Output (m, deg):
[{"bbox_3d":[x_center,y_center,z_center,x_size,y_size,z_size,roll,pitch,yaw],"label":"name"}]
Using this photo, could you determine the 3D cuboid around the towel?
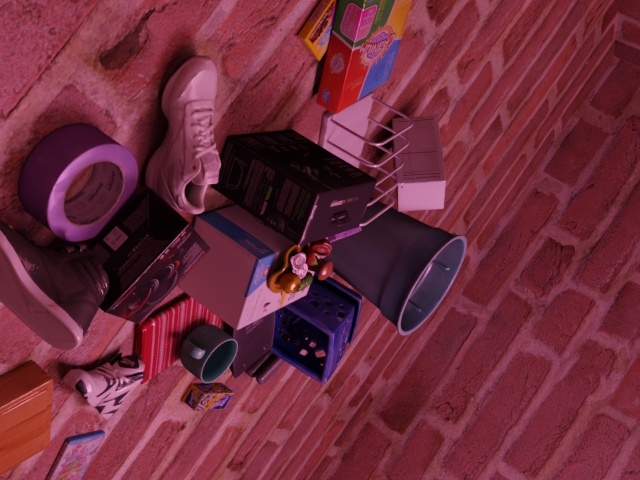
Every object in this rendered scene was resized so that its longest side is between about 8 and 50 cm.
[{"bbox_3d":[-0.342,0.214,1.910,0.275,0.031,0.199,-32,147,-43],"label":"towel"}]

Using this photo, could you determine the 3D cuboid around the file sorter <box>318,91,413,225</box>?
[{"bbox_3d":[0.112,-0.210,2.063,0.193,0.173,0.278,-36,148,-40],"label":"file sorter"}]

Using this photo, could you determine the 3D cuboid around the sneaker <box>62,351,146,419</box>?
[{"bbox_3d":[-0.458,0.291,1.713,0.153,0.094,0.235,-49,155,-20],"label":"sneaker"}]

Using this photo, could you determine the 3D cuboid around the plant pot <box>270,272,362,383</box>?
[{"bbox_3d":[-0.012,0.235,2.319,0.212,0.236,0.236,-42,152,-42],"label":"plant pot"}]

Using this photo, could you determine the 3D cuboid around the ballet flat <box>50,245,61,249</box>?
[{"bbox_3d":[-0.526,0.047,1.334,0.232,0.080,0.073,-10,101,-62],"label":"ballet flat"}]

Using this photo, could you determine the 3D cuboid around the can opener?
[{"bbox_3d":[-0.107,0.337,2.446,0.283,0.076,0.095,-45,153,-21],"label":"can opener"}]

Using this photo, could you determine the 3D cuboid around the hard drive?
[{"bbox_3d":[-0.200,0.257,2.199,0.172,0.054,0.255,-39,150,-34],"label":"hard drive"}]

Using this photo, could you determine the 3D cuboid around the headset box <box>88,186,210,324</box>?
[{"bbox_3d":[-0.337,0.041,1.518,0.218,0.110,0.293,-48,172,-8],"label":"headset box"}]

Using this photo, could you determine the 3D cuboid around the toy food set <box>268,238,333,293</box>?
[{"bbox_3d":[-0.022,0.056,1.777,0.218,0.071,0.128,-36,148,-41],"label":"toy food set"}]

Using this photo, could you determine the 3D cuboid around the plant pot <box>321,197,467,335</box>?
[{"bbox_3d":[0.206,0.049,2.359,0.341,0.334,0.341,-42,153,-28],"label":"plant pot"}]

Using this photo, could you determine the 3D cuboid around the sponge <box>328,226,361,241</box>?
[{"bbox_3d":[0.000,0.000,2.129,0.210,0.031,0.117,-20,-179,41],"label":"sponge"}]

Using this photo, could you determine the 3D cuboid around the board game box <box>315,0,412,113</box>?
[{"bbox_3d":[0.111,-0.476,1.820,0.242,0.064,0.316,-40,155,-40],"label":"board game box"}]

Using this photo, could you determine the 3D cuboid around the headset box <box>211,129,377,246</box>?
[{"bbox_3d":[-0.048,-0.121,1.739,0.246,0.283,0.131,-19,136,-55],"label":"headset box"}]

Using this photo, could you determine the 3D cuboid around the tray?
[{"bbox_3d":[-0.687,0.401,1.445,0.411,0.076,0.203,-28,143,-45],"label":"tray"}]

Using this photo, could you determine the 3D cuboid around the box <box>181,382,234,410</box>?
[{"bbox_3d":[-0.313,0.438,2.210,0.059,0.054,0.169,-59,155,4],"label":"box"}]

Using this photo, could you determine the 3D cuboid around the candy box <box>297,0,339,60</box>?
[{"bbox_3d":[0.031,-0.504,1.726,0.206,0.027,0.105,-56,160,-1],"label":"candy box"}]

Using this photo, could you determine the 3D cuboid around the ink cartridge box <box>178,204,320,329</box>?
[{"bbox_3d":[-0.154,0.041,1.841,0.270,0.197,0.198,-23,140,-52],"label":"ink cartridge box"}]

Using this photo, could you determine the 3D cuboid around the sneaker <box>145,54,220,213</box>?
[{"bbox_3d":[-0.229,-0.192,1.475,0.114,0.152,0.305,-20,136,-50],"label":"sneaker"}]

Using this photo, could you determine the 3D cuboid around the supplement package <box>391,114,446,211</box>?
[{"bbox_3d":[0.278,-0.220,2.254,0.134,0.139,0.244,81,7,-56],"label":"supplement package"}]

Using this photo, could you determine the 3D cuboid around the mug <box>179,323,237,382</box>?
[{"bbox_3d":[-0.282,0.262,1.924,0.129,0.097,0.158,-41,151,-31],"label":"mug"}]

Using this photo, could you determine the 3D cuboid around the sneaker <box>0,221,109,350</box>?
[{"bbox_3d":[-0.465,0.028,1.274,0.104,0.296,0.147,-25,-158,33],"label":"sneaker"}]

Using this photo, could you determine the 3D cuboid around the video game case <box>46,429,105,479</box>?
[{"bbox_3d":[-0.586,0.527,1.859,0.166,0.015,0.119,-62,155,11],"label":"video game case"}]

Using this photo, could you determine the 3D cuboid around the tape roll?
[{"bbox_3d":[-0.409,-0.098,1.340,0.189,0.080,0.189,-42,151,-29],"label":"tape roll"}]
